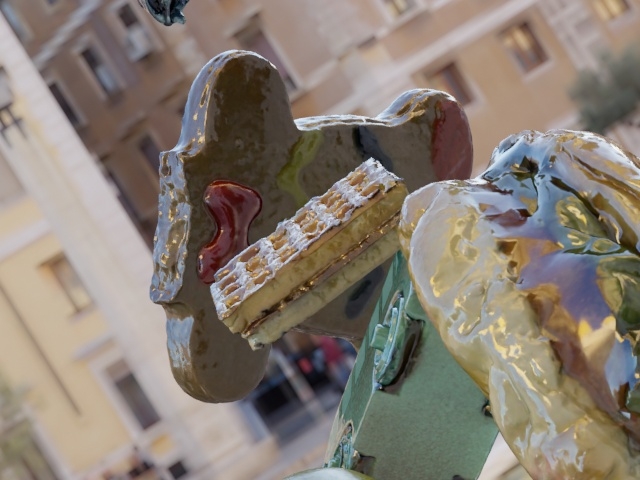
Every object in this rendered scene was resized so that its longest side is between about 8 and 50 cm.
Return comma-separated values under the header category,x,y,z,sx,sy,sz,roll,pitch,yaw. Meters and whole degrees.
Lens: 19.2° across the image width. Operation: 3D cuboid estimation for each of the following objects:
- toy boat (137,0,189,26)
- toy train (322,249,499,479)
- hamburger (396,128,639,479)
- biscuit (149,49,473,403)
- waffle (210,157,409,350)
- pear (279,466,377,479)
category,x,y,z,sx,sy,sz,roll,pitch,yaw
toy boat,-0.134,-0.231,1.637,0.060,0.061,0.137,-59,-12,-25
toy train,0.084,0.133,1.588,0.159,0.129,0.326,-82,8,-55
hamburger,0.176,0.071,1.043,0.162,0.330,0.209,-34,-13,6
biscuit,0.000,0.000,2.022,0.394,0.368,0.076,7,0,-38
waffle,-0.003,0.008,1.239,0.148,0.042,0.102,-37,15,0
pear,0.010,0.259,1.348,0.198,0.198,0.198,-32,-1,-1
